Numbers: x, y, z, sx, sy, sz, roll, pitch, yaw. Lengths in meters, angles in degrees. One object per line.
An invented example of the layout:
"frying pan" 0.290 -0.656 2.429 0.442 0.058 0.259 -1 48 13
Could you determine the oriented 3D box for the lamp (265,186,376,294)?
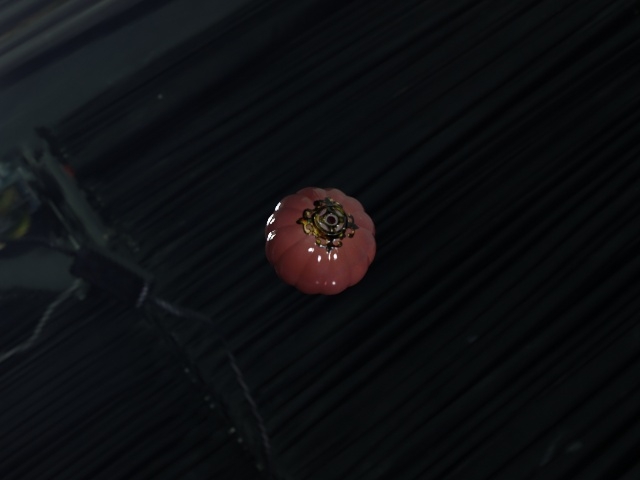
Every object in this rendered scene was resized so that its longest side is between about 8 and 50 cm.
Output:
"lamp" 0.000 0.000 0.952 0.107 0.107 0.092 52 155 11
